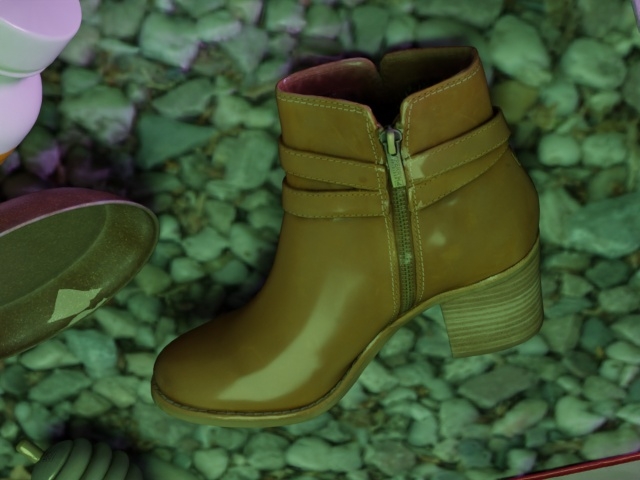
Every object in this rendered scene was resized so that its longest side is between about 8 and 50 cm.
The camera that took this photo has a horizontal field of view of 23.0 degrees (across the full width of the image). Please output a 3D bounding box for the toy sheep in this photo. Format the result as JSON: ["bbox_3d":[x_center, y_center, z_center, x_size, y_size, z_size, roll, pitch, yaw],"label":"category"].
[{"bbox_3d":[-0.176,0.192,1.183,0.132,0.091,0.091,34,121,-15],"label":"toy sheep"}]

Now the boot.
[{"bbox_3d":[0.000,0.000,1.014,0.284,0.109,0.220,-12,127,8],"label":"boot"}]

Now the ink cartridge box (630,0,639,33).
[{"bbox_3d":[0.345,-0.087,0.876,0.354,0.207,0.119,0,125,3],"label":"ink cartridge box"}]

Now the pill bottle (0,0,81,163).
[{"bbox_3d":[-0.255,-0.079,0.948,0.136,0.136,0.246,35,120,-22],"label":"pill bottle"}]

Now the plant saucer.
[{"bbox_3d":[-0.200,0.021,1.029,0.199,0.036,0.198,-28,162,-10],"label":"plant saucer"}]

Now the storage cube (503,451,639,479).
[{"bbox_3d":[0.249,0.292,1.178,0.215,0.183,0.193,-13,126,11],"label":"storage cube"}]
